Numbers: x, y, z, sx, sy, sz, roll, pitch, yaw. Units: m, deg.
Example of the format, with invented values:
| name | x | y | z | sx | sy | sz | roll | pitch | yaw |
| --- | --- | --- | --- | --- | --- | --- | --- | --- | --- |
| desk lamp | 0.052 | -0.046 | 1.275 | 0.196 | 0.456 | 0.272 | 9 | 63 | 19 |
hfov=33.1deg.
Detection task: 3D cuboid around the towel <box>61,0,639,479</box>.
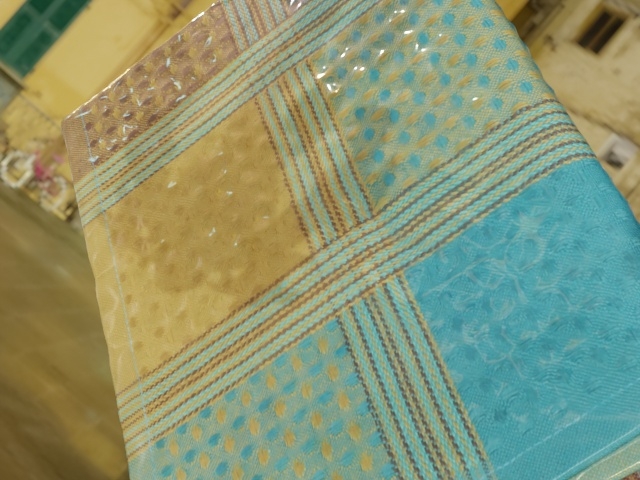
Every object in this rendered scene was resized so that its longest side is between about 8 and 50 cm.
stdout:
| name | x | y | z | sx | sy | sz | roll | pitch | yaw |
| --- | --- | --- | --- | --- | --- | --- | --- | --- | --- |
| towel | 0.000 | 0.000 | 0.535 | 0.040 | 0.271 | 0.370 | 38 | 24 | -49 |
